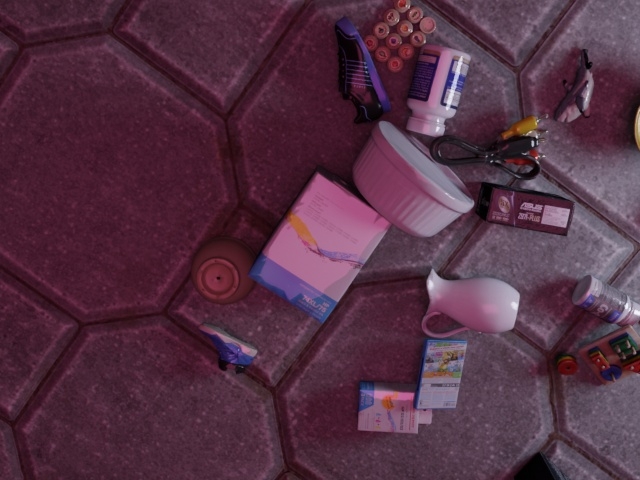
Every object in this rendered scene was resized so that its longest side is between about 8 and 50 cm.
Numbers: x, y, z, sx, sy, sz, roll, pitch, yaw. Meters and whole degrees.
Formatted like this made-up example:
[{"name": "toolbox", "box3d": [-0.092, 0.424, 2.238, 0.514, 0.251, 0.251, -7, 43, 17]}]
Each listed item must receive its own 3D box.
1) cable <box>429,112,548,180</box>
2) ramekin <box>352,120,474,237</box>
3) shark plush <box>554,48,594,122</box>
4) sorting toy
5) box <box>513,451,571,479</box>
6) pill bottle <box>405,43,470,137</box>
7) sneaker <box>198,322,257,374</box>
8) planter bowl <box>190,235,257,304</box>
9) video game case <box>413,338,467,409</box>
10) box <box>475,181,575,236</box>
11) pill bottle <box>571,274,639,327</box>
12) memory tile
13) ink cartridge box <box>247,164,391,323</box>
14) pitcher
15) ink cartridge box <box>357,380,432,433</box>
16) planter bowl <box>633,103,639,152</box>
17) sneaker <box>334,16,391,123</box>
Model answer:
[{"name": "cable", "box3d": [0.378, -0.192, 1.630, 0.287, 0.072, 0.139, -10, 112, -5]}, {"name": "ramekin", "box3d": [0.188, -0.122, 1.576, 0.273, 0.273, 0.127, 39, 111, -4]}, {"name": "shark plush", "box3d": [0.563, -0.340, 1.621, 0.067, 0.073, 0.161, 14, 107, 31]}, {"name": "sorting toy", "box3d": [0.692, 0.271, 1.684, 0.274, 0.046, 0.132, -33, 114, 24]}, {"name": "box", "box3d": [0.564, 0.629, 1.679, 0.184, 0.261, 0.103, 40, 99, -4]}, {"name": "pill bottle", "box3d": [0.250, -0.324, 1.607, 0.112, 0.112, 0.187, 15, 100, 0]}, {"name": "sneaker", "box3d": [-0.236, 0.264, 1.758, 0.152, 0.058, 0.085, 29, 91, -9]}, {"name": "planter bowl", "box3d": [-0.228, 0.079, 1.701, 0.162, 0.109, 0.162, 0, 100, 2]}, {"name": "video game case", "box3d": [0.282, 0.315, 1.729, 0.119, 0.015, 0.166, 6, 96, -28]}, {"name": "box", "box3d": [0.448, -0.072, 1.622, 0.180, 0.147, 0.078, 10, 100, 2]}, {"name": "pill bottle", "box3d": [0.655, 0.143, 1.684, 0.137, 0.078, 0.078, 28, 100, -2]}, {"name": "memory tile", "box3d": [0.174, -0.458, 1.638, 0.113, 0.012, 0.148, 40, 99, -4]}, {"name": "ink cartridge box", "box3d": [0.000, 0.000, 1.629, 0.197, 0.198, 0.270, 33, 100, -5]}, {"name": "pitcher", "box3d": [0.340, 0.162, 1.692, 0.207, 0.125, 0.178, 11, 121, 11]}, {"name": "ink cartridge box", "box3d": [0.181, 0.399, 1.759, 0.181, 0.061, 0.104, 2, 100, 2]}, {"name": "planter bowl", "box3d": [0.778, -0.252, 1.604, 0.217, 0.090, 0.217, 1, 99, 3]}, {"name": "sneaker", "box3d": [0.071, -0.371, 1.623, 0.090, 0.081, 0.232, -26, 99, 0]}]
